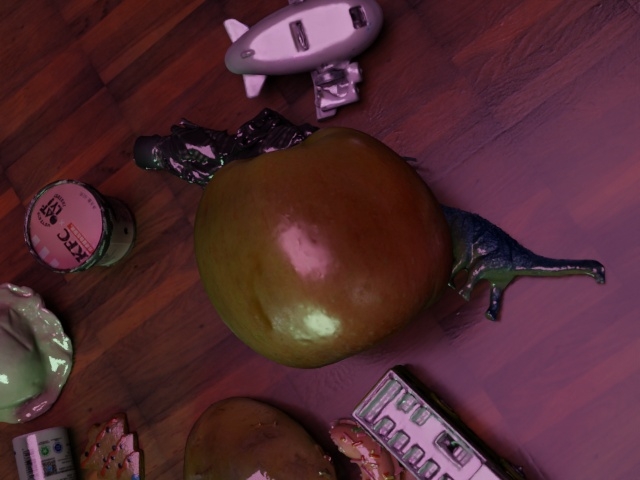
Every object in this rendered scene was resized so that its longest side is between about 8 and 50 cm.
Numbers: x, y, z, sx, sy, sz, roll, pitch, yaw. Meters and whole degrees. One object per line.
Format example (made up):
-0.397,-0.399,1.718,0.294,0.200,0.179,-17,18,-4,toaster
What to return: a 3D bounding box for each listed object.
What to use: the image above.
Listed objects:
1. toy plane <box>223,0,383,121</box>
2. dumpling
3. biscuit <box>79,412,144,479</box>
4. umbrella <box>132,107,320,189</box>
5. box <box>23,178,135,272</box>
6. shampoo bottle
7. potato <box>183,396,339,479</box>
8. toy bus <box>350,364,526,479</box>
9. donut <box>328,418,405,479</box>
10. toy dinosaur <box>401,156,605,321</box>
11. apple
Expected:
-0.028,-0.317,1.441,0.267,0.122,0.266,3,104,14,toy plane
-0.519,0.189,1.549,0.193,0.147,0.258,-12,106,-16,dumpling
-0.340,0.356,1.529,0.130,0.019,0.119,38,97,18,biscuit
-0.153,-0.149,1.467,0.337,0.128,0.154,18,93,23,umbrella
-0.389,-0.021,1.527,0.151,0.135,0.151,-1,88,19,box
-0.433,0.464,1.513,0.092,0.092,0.303,-18,80,16,shampoo bottle
-0.121,0.368,1.377,0.299,0.116,0.239,31,103,34,potato
0.179,0.309,1.292,0.302,0.139,0.113,42,96,20,toy bus
0.066,0.348,1.367,0.117,0.065,0.166,-8,83,19,donut
0.224,0.015,1.347,0.363,0.076,0.147,31,85,20,toy dinosaur
0.000,0.000,1.252,0.338,0.338,0.305,-30,90,14,apple
